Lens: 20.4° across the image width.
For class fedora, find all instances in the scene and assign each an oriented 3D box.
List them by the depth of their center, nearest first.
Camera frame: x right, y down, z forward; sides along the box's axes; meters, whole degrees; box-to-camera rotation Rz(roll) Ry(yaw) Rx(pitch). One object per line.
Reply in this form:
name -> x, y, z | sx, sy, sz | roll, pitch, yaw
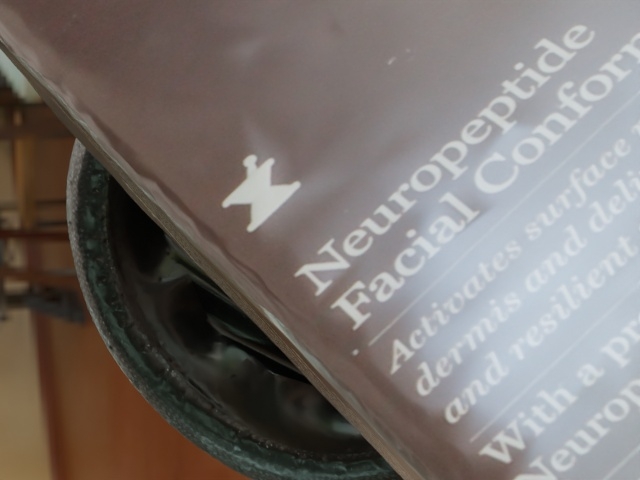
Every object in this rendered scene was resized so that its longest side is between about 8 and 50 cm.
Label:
fedora -> 0.000, 0.000, 1.181 | 0.152, 0.334, 0.334 | -34, -49, -62

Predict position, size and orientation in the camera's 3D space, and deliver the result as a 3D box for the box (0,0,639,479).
box -> 0.057, -0.036, 0.483 | 0.143, 0.191, 0.381 | 50, 174, -39
